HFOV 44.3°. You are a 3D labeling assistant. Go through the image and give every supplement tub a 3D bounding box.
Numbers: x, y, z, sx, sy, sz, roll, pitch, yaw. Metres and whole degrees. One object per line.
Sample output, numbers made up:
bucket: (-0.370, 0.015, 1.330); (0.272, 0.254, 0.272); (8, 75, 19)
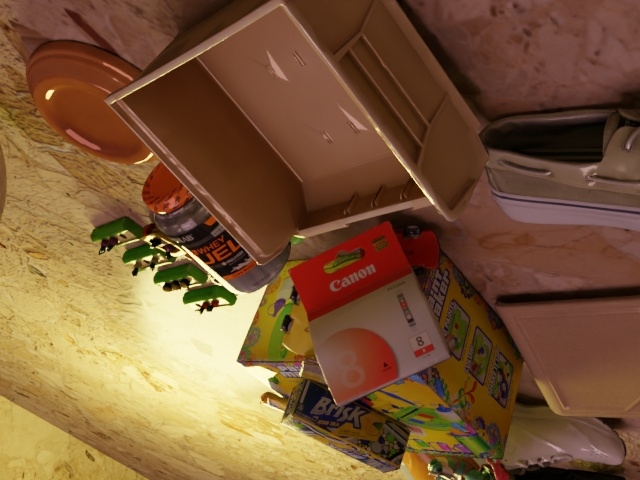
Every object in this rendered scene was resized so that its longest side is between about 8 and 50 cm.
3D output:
supplement tub: (-0.133, -0.025, 1.014); (0.117, 0.117, 0.190); (-5, 142, 38)

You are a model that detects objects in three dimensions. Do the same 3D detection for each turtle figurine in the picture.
turtle figurine: (0.242, 0.387, 1.168); (0.118, 0.175, 0.234); (-26, 168, -2)

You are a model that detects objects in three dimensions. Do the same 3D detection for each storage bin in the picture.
storage bin: (-0.018, -0.109, 0.754); (0.262, 0.123, 0.260); (-14, 125, 45)

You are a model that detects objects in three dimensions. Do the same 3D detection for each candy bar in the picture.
candy bar: (-0.016, 0.260, 1.160); (0.161, 0.018, 0.040); (23, 151, -2)

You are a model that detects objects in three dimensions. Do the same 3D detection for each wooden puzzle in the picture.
wooden puzzle: (0.372, 0.153, 1.035); (0.238, 0.044, 0.221); (-4, 128, 45)

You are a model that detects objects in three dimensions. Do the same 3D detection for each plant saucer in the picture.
plant saucer: (-0.270, -0.157, 0.962); (0.199, 0.037, 0.200); (15, 150, 9)

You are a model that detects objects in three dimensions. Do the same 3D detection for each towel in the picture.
towel: (0.012, 0.177, 1.013); (0.083, 0.009, 0.060); (22, 150, 1)

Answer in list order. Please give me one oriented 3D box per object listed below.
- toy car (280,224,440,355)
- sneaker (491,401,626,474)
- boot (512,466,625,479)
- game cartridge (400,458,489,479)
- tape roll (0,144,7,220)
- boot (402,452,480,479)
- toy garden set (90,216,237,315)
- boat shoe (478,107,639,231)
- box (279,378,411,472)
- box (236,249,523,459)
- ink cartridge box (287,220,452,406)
toy car: (0.000, 0.000, 0.987); (0.239, 0.053, 0.225); (-38, 99, 11)
sneaker: (0.346, 0.332, 1.297); (0.296, 0.129, 0.111); (9, 147, 18)
boot: (0.418, 0.529, 1.351); (0.347, 0.260, 0.131); (16, 168, -36)
game cartridge: (0.315, 0.497, 1.641); (0.294, 0.060, 0.196); (3, 150, 29)
tape roll: (-0.586, -0.068, 0.951); (0.392, 0.392, 0.072); (29, 150, -15)
boot: (0.159, 0.343, 1.355); (0.211, 0.104, 0.295); (49, 175, -38)
toy garden set: (-0.232, 0.050, 1.272); (0.203, 0.049, 0.244); (-14, 136, 46)
boat shoe: (0.276, -0.068, 0.695); (0.302, 0.109, 0.094); (-3, 141, 40)
box: (0.034, 0.254, 1.073); (0.168, 0.059, 0.054); (28, 149, -11)
box: (0.092, 0.168, 1.132); (0.289, 0.177, 0.279); (-6, 141, 40)
ink cartridge box: (0.053, 0.082, 0.920); (0.145, 0.179, 0.045); (-26, 168, 10)
